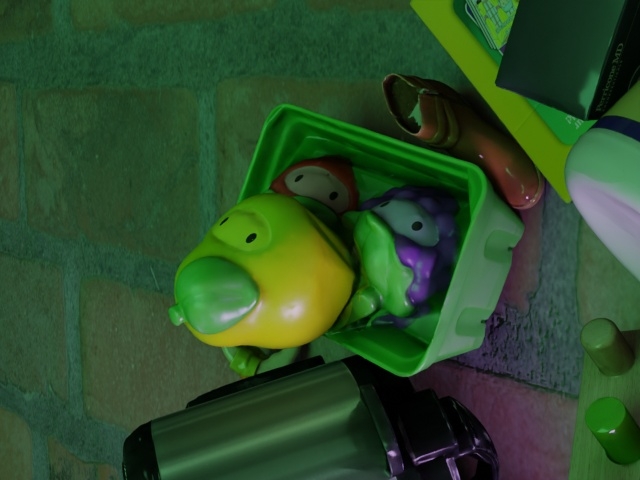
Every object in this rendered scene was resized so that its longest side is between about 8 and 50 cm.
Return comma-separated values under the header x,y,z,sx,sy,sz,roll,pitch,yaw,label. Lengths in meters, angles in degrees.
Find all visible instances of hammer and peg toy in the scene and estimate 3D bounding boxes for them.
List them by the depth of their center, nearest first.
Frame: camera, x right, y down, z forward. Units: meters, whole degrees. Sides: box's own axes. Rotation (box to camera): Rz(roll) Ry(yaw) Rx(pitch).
x,y,z,sx,sy,sz,roll,pitch,yaw,label
0.355,0.133,0.891,0.266,0.127,0.361,-10,46,35,hammer and peg toy

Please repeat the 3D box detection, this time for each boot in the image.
x,y,z,sx,sy,sz,roll,pitch,yaw,label
0.158,-0.114,1.166,0.073,0.152,0.197,-52,58,20,boot

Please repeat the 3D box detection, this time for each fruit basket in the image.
x,y,z,sx,sy,sz,roll,pitch,yaw,label
0.000,0.000,1.180,0.392,0.392,0.283,24,96,43,fruit basket

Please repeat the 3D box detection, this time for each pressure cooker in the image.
x,y,z,sx,sy,sz,roll,pitch,yaw,label
0.012,0.335,1.197,0.370,0.420,0.376,-160,53,-81,pressure cooker

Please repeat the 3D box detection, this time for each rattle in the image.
x,y,z,sx,sy,sz,roll,pitch,yaw,label
-0.082,0.116,1.561,0.130,0.143,0.200,-7,73,16,rattle

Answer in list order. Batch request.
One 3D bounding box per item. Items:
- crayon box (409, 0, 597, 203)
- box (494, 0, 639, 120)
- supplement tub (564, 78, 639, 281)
x,y,z,sx,sy,sz,roll,pitch,yaw,label
0.299,-0.273,1.032,0.313,0.106,0.363,56,131,23,crayon box
0.270,-0.242,0.858,0.103,0.184,0.261,32,118,38,box
0.382,-0.092,0.782,0.331,0.241,0.241,-44,57,0,supplement tub
